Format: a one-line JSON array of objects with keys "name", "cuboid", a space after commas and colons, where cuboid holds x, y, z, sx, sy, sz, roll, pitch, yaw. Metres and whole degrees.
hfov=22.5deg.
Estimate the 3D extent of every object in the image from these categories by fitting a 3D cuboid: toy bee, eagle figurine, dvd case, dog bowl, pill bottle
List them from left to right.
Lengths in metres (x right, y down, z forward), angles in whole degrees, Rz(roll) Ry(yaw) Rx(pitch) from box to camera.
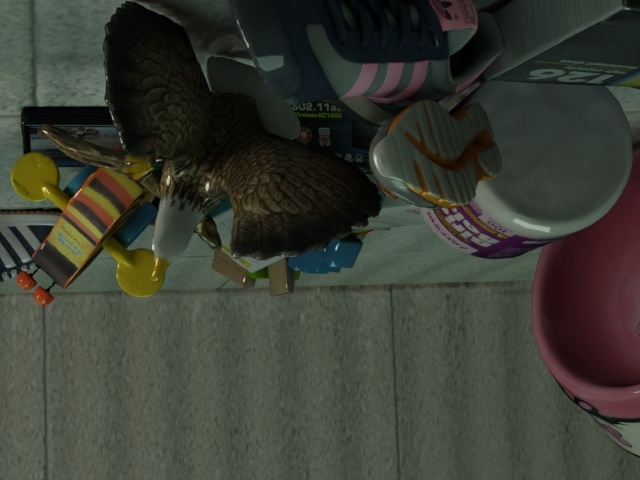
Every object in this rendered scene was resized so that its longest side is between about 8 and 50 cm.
[{"name": "toy bee", "cuboid": [-0.256, 0.002, 1.783, 0.195, 0.162, 0.298, 34, 158, 17]}, {"name": "dvd case", "cuboid": [-0.234, -0.110, 1.758, 0.180, 0.022, 0.253, 0, 173, -10]}, {"name": "eagle figurine", "cuboid": [-0.089, -0.069, 1.313, 0.226, 0.225, 0.298, -7, 171, -19]}, {"name": "pill bottle", "cuboid": [0.187, -0.070, 1.623, 0.169, 0.169, 0.301, -1, 173, -9]}, {"name": "dog bowl", "cuboid": [0.427, 0.056, 1.942, 0.150, 0.408, 0.408, 28, 156, -34]}]

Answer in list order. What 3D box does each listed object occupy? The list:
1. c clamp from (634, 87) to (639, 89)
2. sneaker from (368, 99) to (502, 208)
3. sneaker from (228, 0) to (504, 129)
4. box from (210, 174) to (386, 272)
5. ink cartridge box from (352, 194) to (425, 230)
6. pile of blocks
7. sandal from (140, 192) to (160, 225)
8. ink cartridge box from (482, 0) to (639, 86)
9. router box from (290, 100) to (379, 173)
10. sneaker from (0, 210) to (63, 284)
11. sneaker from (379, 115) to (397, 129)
[{"name": "c clamp", "cuboid": [0.369, -0.150, 1.585, 0.137, 0.022, 0.160, 1, 178, 36]}, {"name": "sneaker", "cuboid": [0.077, -0.060, 1.254, 0.083, 0.084, 0.215, -15, 178, 22]}, {"name": "sneaker", "cuboid": [0.039, -0.160, 1.171, 0.131, 0.112, 0.319, -21, 173, 19]}, {"name": "box", "cuboid": [-0.036, -0.044, 1.870, 0.100, 0.060, 0.244, 37, 142, -24]}, {"name": "ink cartridge box", "cuboid": [0.067, -0.064, 1.973, 0.203, 0.086, 0.148, -7, 172, 33]}, {"name": "pile of blocks", "cuboid": [0.000, 0.000, 2.229, 0.112, 0.149, 0.362, 4, 170, -40]}, {"name": "sandal", "cuboid": [-0.215, -0.068, 1.956, 0.219, 0.090, 0.060, 2, 154, 29]}, {"name": "ink cartridge box", "cuboid": [0.296, -0.164, 1.307, 0.303, 0.072, 0.307, -1, 171, -19]}, {"name": "router box", "cuboid": [0.017, -0.111, 1.538, 0.122, 0.092, 0.038, 0, 173, -21]}, {"name": "sneaker", "cuboid": [-0.451, 0.035, 2.343, 0.282, 0.153, 0.099, 0, 173, -21]}, {"name": "sneaker", "cuboid": [0.078, -0.128, 1.469, 0.065, 0.076, 0.166, -7, 163, 13]}]
